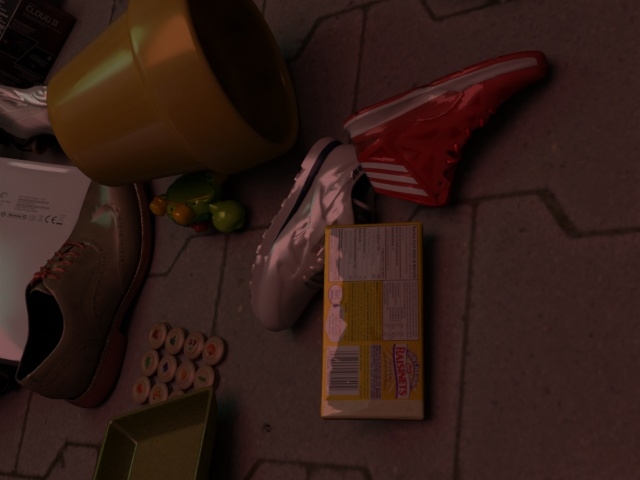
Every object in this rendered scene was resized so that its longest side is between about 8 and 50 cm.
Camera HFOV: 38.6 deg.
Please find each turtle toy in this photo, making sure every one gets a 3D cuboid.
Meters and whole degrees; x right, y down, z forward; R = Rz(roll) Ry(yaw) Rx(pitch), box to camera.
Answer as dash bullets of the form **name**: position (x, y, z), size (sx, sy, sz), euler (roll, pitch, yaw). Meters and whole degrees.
- **turtle toy**: position (-0.152, -0.047, 1.184), size (0.130, 0.066, 0.095), euler (20, 63, 41)

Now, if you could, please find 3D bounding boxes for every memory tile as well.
- **memory tile**: position (-0.182, 0.166, 1.160), size (0.148, 0.012, 0.113), euler (8, 78, 42)

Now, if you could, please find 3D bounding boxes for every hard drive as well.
- **hard drive**: position (-0.453, 0.025, 1.343), size (0.203, 0.040, 0.307), euler (8, 66, 14)

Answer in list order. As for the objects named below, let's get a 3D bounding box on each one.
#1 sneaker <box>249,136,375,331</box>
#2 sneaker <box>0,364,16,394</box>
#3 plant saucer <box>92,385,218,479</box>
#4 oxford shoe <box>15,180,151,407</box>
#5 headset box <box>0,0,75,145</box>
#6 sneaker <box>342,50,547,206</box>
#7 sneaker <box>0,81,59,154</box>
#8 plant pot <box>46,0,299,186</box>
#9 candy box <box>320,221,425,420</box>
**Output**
- **sneaker**: position (0.000, 0.000, 1.030), size (0.095, 0.090, 0.235), euler (24, 92, 28)
- **sneaker**: position (-0.523, 0.147, 1.398), size (0.182, 0.127, 0.315), euler (17, 77, 29)
- **plant saucer**: position (-0.193, 0.282, 1.068), size (0.188, 0.045, 0.188), euler (-22, 44, 33)
- **oxford shoe**: position (-0.324, 0.046, 1.248), size (0.123, 0.130, 0.348), euler (-9, 67, 38)
- **headset box**: position (-0.581, -0.348, 1.643), size (0.218, 0.110, 0.293), euler (32, 94, 43)
- **sneaker**: position (0.146, -0.111, 0.969), size (0.221, 0.087, 0.128), euler (-20, 95, 15)
- **sneaker**: position (-0.491, -0.195, 1.472), size (0.272, 0.100, 0.107), euler (5, 86, 18)
- **plant pot**: position (-0.190, -0.181, 1.117), size (0.239, 0.254, 0.253), euler (-22, 59, 20)
- **candy box**: position (0.055, 0.082, 0.947), size (0.105, 0.027, 0.205), euler (-1, 73, 8)
